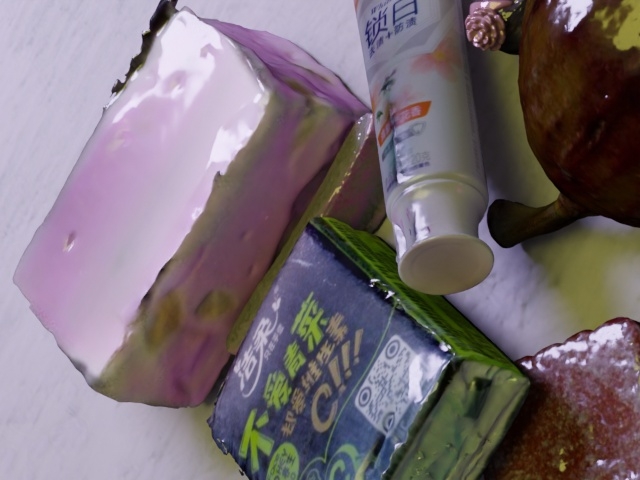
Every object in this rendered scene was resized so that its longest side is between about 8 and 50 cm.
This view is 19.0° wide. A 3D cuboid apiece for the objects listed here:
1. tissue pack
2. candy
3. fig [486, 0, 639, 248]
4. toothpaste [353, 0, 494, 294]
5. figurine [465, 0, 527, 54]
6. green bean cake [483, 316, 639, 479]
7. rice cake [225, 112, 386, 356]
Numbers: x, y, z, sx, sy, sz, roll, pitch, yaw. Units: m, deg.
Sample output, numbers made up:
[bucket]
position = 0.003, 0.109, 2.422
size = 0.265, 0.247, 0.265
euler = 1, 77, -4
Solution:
[tissue pack]
position = 0.022, 0.103, 1.220
size = 0.173, 0.073, 0.235
euler = -62, 29, 9
[candy]
position = -0.097, -0.025, 1.370
size = 0.155, 0.116, 0.265
euler = 42, 107, 39
[fig]
position = 0.190, -0.073, 1.115
size = 0.321, 0.217, 0.217
euler = 128, 136, -58
[toothpaste]
position = 0.065, -0.108, 1.263
size = 0.100, 0.066, 0.323
euler = -37, 41, 32
[figurine]
position = 0.142, -0.175, 1.229
size = 0.054, 0.072, 0.129
euler = 35, 102, 8
[green bean cake]
position = 0.162, 0.127, 1.140
size = 0.135, 0.056, 0.135
euler = -27, 59, 35
[rice cake]
position = 0.000, 0.000, 1.325
size = 0.207, 0.047, 0.036
euler = -57, 43, 14
